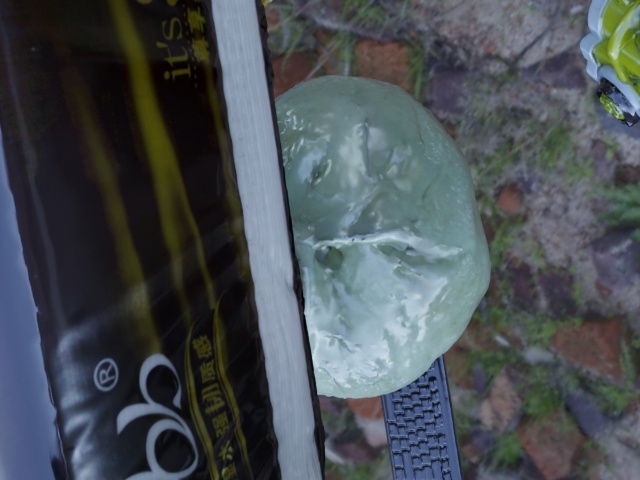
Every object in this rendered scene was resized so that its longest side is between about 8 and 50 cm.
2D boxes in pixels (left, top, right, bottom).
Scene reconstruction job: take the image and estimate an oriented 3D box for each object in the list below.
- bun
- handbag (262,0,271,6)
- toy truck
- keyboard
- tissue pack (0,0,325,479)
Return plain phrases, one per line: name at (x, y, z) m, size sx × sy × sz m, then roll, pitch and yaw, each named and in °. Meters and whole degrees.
bun at (0.000, 0.000, 0.663) m, size 0.204 × 0.126 × 0.212 m, roll -28°, pitch 76°, yaw 29°
handbag at (-0.231, -0.276, 1.406) m, size 0.283 × 0.401 × 0.133 m, roll 14°, pitch 159°, yaw 38°
toy truck at (0.167, -0.094, 0.486) m, size 0.077 × 0.076 × 0.111 m, roll 47°, pitch -176°, yaw -43°
keyboard at (0.072, 0.139, 0.731) m, size 0.067 × 0.011 × 0.202 m, roll -11°, pitch 88°, yaw 43°
tissue pack at (-0.130, -0.015, 0.473) m, size 0.210 × 0.198 × 0.369 m, roll 0°, pitch 103°, yaw 38°
